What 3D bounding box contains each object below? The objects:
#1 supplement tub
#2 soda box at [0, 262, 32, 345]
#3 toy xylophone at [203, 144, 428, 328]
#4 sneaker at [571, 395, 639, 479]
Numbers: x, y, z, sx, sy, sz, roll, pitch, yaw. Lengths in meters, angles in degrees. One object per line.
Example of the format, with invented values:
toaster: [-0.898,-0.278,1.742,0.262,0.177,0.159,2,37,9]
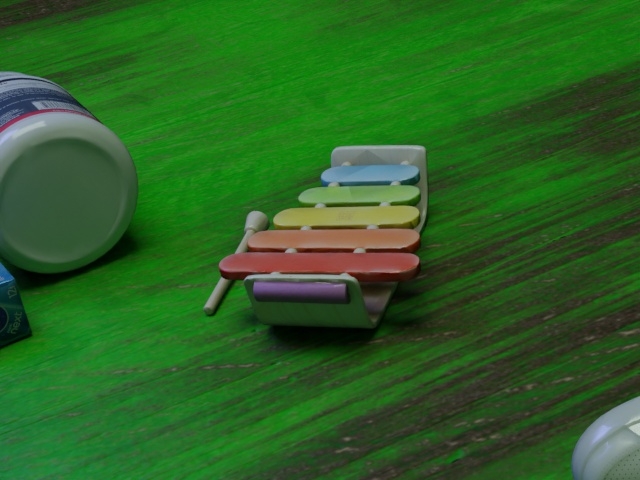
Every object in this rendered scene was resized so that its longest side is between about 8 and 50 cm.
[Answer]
supplement tub: [-0.348,-0.091,1.390,0.191,0.191,0.272,-21,29,-20]
soda box: [-0.390,0.047,1.271,0.067,0.071,0.210,-24,31,-23]
toy xylophone: [0.000,0.000,1.223,0.236,0.081,0.322,-4,28,12]
sneaker: [0.323,0.175,0.760,0.293,0.108,0.169,-5,25,6]
